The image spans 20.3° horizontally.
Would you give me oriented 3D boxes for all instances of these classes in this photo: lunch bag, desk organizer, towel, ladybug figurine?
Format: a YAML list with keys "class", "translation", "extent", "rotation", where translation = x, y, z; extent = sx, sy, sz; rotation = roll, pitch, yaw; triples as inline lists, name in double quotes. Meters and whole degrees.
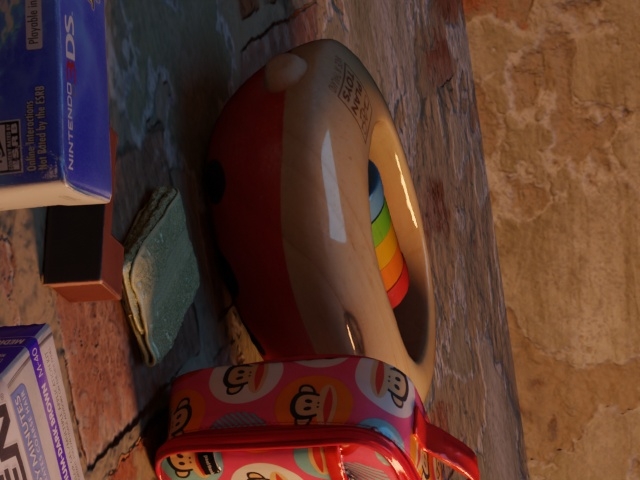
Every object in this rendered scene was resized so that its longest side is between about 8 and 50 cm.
- class: "lunch bag"
  translation: [0.014, 0.220, 1.569]
  extent: [0.293, 0.258, 0.120]
  rotation: [67, 23, -45]
- class: "desk organizer"
  translation: [-0.177, -0.021, 1.368]
  extent: [0.050, 0.047, 0.130]
  rotation: [54, 34, -65]
- class: "towel"
  translation: [-0.137, 0.029, 1.527]
  extent: [0.148, 0.027, 0.110]
  rotation: [-70, 151, -57]
- class: "ladybug figurine"
  translation: [0.000, 0.000, 1.769]
  extent: [0.305, 0.162, 0.449]
  rotation: [-77, 156, -49]

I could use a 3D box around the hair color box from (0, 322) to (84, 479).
- class: "hair color box"
  translation: [-0.234, 0.197, 0.990]
  extent: [0.339, 0.110, 0.185]
  rotation: [-56, 139, -63]

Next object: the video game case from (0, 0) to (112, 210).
- class: "video game case"
  translation: [-0.228, -0.142, 0.868]
  extent: [0.061, 0.244, 0.270]
  rotation: [22, 63, -71]
